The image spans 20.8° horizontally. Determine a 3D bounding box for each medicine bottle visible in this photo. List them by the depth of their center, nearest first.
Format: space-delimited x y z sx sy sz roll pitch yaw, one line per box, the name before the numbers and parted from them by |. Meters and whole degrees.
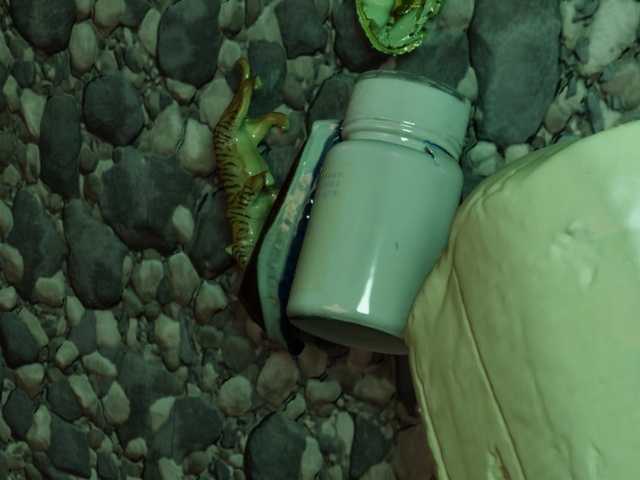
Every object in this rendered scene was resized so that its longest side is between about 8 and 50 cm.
medicine bottle | 0.062 -0.027 1.707 0.143 0.143 0.258 3 74 41

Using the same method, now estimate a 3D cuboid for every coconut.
coconut | 0.080 -0.275 1.782 0.133 0.055 0.158 34 111 37

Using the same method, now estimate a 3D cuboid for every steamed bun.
steamed bun | 0.263 0.112 1.462 0.456 0.290 0.371 127 132 -63

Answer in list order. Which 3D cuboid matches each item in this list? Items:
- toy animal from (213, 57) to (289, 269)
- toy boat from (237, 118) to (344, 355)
toy animal | -0.079 -0.081 1.926 0.099 0.057 0.241 -20 79 40
toy boat | 0.000 0.000 1.834 0.115 0.114 0.262 26 110 4
